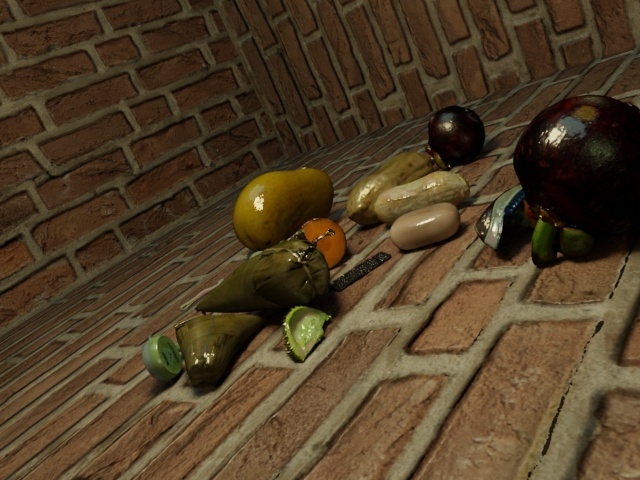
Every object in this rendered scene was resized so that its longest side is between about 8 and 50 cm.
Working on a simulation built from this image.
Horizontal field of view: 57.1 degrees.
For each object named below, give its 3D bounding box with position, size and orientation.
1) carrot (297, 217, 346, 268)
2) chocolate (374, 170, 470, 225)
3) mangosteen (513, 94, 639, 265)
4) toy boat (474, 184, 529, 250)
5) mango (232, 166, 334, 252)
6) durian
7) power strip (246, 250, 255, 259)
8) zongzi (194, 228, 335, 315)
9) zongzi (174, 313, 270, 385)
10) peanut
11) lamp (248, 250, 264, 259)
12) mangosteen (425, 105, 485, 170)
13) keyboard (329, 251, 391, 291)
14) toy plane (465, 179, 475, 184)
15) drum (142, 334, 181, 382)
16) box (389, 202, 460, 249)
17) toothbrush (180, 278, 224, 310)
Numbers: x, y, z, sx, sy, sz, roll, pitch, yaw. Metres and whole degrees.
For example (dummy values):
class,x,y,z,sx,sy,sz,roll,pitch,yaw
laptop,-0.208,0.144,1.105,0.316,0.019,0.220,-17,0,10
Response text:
class,x,y,z,sx,sy,sz,roll,pitch,yaw
carrot,0.000,0.000,1.871,0.159,0.159,0.225,-24,5,2
chocolate,0.308,-0.131,1.831,0.310,0.134,0.134,-15,18,26
mangosteen,0.528,-0.127,1.218,0.359,0.306,0.306,-43,13,11
toy boat,0.469,-0.051,1.399,0.262,0.114,0.115,-33,49,-32
mango,-0.121,-0.122,2.128,0.221,0.301,0.445,-8,27,49
durian,-0.036,0.211,1.388,0.100,0.086,0.215,16,33,13
power strip,-0.208,0.022,2.260,0.078,0.052,0.272,-19,18,21
zongzi,-0.145,0.122,1.507,0.419,0.181,0.447,-25,3,-5
zongzi,-0.221,0.262,1.466,0.256,0.114,0.228,-4,22,-21
peanut,0.238,-0.182,2.039,0.387,0.169,0.192,-34,12,-29
lamp,-0.191,0.106,1.883,0.106,0.106,0.193,-20,25,16
mangosteen,0.498,-0.383,2.242,0.265,0.228,0.228,-52,1,29
keyboard,0.111,0.085,1.639,0.196,0.018,0.060,-32,20,-23
toy plane,0.450,-0.171,1.937,0.121,0.031,0.049,-29,21,-7
drum,-0.403,0.279,1.565,0.049,0.130,0.253,-26,15,10
box,0.291,-0.040,1.639,0.200,0.088,0.146,-19,18,25
toothbrush,-0.417,0.190,2.088,0.022,0.017,0.204,6,32,42
